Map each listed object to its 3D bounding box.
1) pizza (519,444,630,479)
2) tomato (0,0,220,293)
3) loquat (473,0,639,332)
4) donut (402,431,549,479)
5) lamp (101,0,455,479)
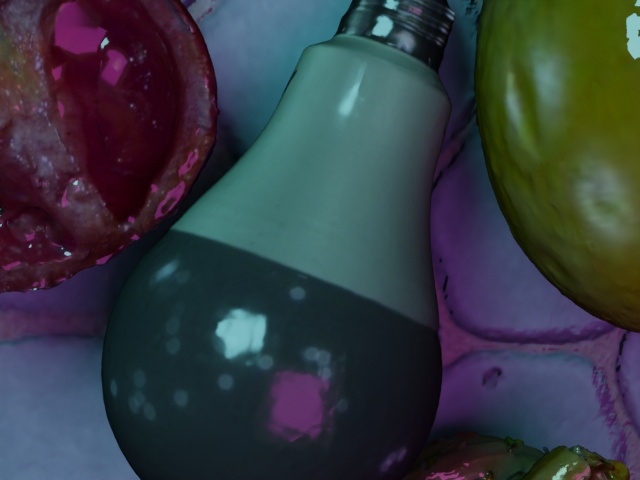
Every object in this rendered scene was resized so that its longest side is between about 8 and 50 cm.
[{"bbox_3d":[0.172,0.226,0.992,0.199,0.062,0.188,19,103,-24],"label":"pizza"},{"bbox_3d":[-0.153,-0.069,0.823,0.189,0.099,0.173,-25,128,-15],"label":"tomato"},{"bbox_3d":[0.220,-0.082,0.867,0.276,0.276,0.284,-1,106,-19],"label":"loquat"},{"bbox_3d":[0.090,0.197,1.026,0.174,0.068,0.175,-5,109,-15],"label":"donut"},{"bbox_3d":[-0.006,0.009,0.896,0.182,0.182,0.314,30,66,-26],"label":"lamp"}]
